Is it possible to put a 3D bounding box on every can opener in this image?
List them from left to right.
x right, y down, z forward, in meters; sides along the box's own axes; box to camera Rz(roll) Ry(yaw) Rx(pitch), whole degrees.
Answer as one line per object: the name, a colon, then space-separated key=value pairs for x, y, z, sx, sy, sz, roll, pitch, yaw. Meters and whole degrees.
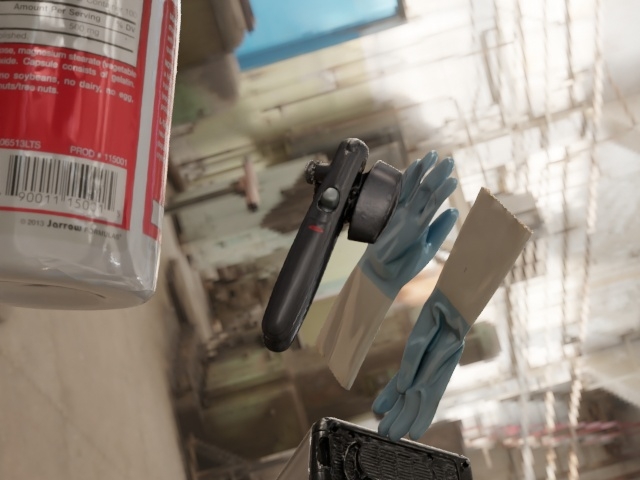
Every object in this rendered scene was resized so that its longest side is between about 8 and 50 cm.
can opener: x=0.000 y=0.000 z=0.892 sx=0.186 sy=0.073 sz=0.059 roll=-60 pitch=158 yaw=-29

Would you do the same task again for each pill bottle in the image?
pill bottle: x=-0.251 y=-0.149 z=1.102 sx=0.229 sy=0.229 sz=0.407 roll=66 pitch=27 yaw=-77

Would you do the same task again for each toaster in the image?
toaster: x=0.042 y=0.255 z=1.009 sx=0.110 sy=0.186 sz=0.168 roll=-56 pitch=-155 yaw=36

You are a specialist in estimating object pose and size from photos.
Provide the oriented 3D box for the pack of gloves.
pack of gloves: x=0.093 y=0.049 z=1.013 sx=0.232 sy=0.046 sz=0.195 roll=-64 pitch=-147 yaw=18
